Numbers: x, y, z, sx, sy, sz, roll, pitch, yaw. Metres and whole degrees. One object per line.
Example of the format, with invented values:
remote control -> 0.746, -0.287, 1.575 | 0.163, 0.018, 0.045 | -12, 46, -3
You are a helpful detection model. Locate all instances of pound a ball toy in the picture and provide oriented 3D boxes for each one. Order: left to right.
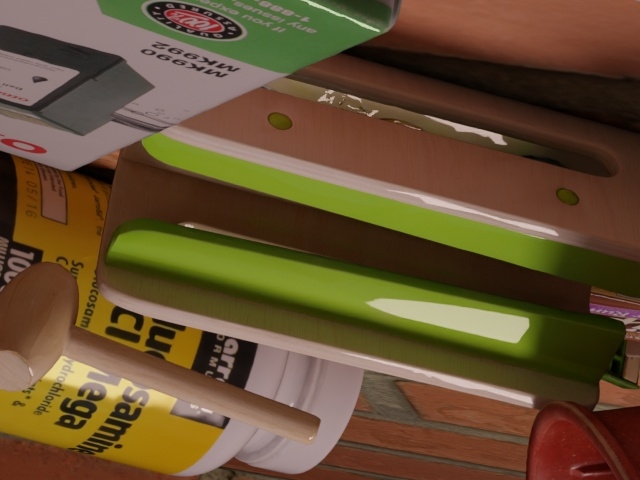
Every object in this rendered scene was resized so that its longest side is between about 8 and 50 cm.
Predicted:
pound a ball toy -> 0.000, 0.000, 0.914 | 0.319, 0.135, 0.208 | 14, 130, -9

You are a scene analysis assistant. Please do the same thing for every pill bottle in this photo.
pill bottle -> -0.143, 0.059, 1.226 | 0.334, 0.187, 0.188 | 19, 165, -28

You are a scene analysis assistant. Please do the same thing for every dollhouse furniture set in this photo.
dollhouse furniture set -> 0.261, 0.071, 1.209 | 0.076, 0.058, 0.152 | 23, 162, -40

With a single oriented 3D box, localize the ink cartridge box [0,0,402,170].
ink cartridge box -> -0.118, -0.126, 0.604 | 0.211, 0.121, 0.289 | 18, 165, -24

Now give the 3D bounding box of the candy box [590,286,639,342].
candy box -> 0.170, 0.023, 1.108 | 0.187, 0.053, 0.109 | 13, 166, -2

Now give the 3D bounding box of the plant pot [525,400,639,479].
plant pot -> 0.270, 0.184, 0.853 | 0.265, 0.272, 0.272 | -12, 168, -7
